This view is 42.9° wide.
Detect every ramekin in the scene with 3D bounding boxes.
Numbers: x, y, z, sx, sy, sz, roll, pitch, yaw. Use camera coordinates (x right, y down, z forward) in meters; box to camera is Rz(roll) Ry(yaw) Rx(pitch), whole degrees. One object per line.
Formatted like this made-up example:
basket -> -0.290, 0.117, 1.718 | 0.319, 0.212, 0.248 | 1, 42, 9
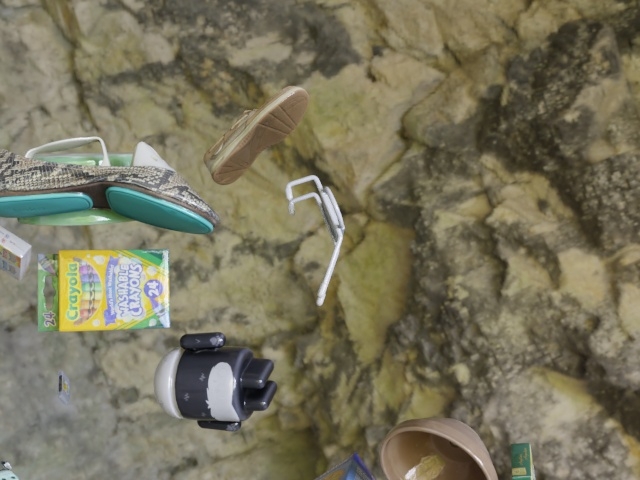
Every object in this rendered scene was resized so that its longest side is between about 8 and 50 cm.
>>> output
ramekin -> -0.535, -0.124, 1.859 | 0.303, 0.303, 0.148 | -164, -109, -65

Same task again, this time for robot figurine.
robot figurine -> -0.243, 0.326, 1.872 | 0.173, 0.278, 0.209 | 48, 43, -67

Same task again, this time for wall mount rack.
wall mount rack -> 0.000, 0.000, 2.142 | 0.350, 0.131, 0.304 | 90, -21, -80

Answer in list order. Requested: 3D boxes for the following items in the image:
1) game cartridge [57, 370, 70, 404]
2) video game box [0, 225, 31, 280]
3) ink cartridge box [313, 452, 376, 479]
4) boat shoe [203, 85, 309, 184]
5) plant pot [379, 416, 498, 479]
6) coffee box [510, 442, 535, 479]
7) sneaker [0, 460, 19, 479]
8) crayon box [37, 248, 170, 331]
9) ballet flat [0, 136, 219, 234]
game cartridge -> -0.709, 0.407, 2.251 | 0.056, 0.017, 0.083 | 83, -4, -52
video game box -> -0.818, 0.009, 2.046 | 0.187, 0.048, 0.205 | 32, -27, -7
ink cartridge box -> -0.002, 0.616, 1.726 | 0.151, 0.270, 0.395 | 55, 9, 3
boat shoe -> -0.180, -0.299, 2.166 | 0.110, 0.341, 0.122 | 55, 10, 34
plant pot -> 0.242, 0.425, 1.587 | 0.237, 0.110, 0.237 | 17, -53, 24
coffee box -> 0.403, 0.503, 1.591 | 0.113, 0.040, 0.184 | -58, 138, -66
sneaker -> -0.555, 0.444, 1.391 | 0.256, 0.151, 0.094 | 4, -85, 50
crayon box -> -0.547, 0.126, 2.061 | 0.083, 0.323, 0.203 | 160, -71, -73
ballet flat -> -0.442, -0.127, 1.665 | 0.164, 0.483, 0.182 | 105, -12, -68
